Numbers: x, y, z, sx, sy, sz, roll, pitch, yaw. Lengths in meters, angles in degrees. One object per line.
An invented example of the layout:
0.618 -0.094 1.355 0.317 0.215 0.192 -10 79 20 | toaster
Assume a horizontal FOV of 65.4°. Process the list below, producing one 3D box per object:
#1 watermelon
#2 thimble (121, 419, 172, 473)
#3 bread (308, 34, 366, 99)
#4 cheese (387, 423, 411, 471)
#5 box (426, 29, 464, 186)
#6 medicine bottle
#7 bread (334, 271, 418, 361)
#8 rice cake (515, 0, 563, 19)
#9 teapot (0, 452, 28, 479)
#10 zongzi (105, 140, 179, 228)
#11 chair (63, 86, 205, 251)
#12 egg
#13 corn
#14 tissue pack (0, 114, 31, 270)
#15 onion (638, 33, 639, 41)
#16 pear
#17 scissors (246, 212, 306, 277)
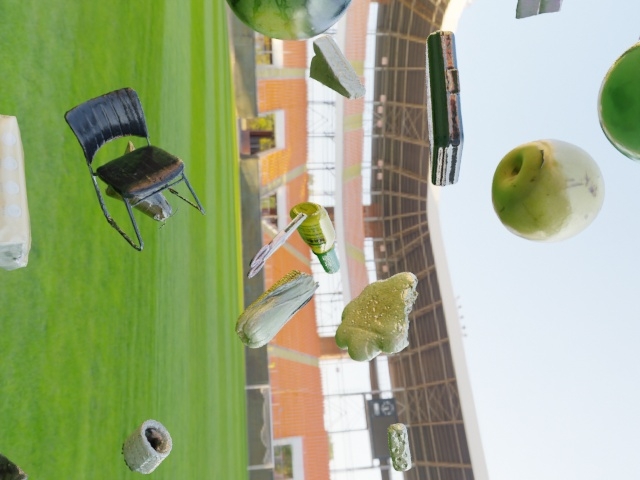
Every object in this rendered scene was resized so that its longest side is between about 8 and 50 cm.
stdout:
-0.030 -0.274 0.509 0.187 0.141 0.140 -83 173 -74 | watermelon
-0.468 0.556 1.345 0.090 0.102 0.115 -44 -142 13 | thimble
0.048 -0.432 1.248 0.152 0.077 0.105 34 -45 23 | bread
0.252 0.665 1.597 0.043 0.065 0.193 -123 -159 -61 | cheese
0.212 -0.224 0.863 0.160 0.050 0.230 65 25 -65 | box
0.000 0.000 1.477 0.076 0.111 0.308 -67 152 -28 | medicine bottle
0.112 0.154 1.039 0.038 0.182 0.250 60 28 -22 | bread
0.485 -0.614 1.064 0.298 0.106 0.050 63 38 -58 | rice cake
-0.499 0.405 0.631 0.223 0.306 0.284 -77 163 -75 | teapot
-0.473 -0.156 1.368 0.187 0.084 0.184 39 42 -41 | zongzi
-0.310 -0.123 0.841 0.145 0.140 0.221 31 -38 35 | chair
0.575 -0.217 0.783 0.220 0.270 0.220 -167 -90 -71 | egg
-0.129 0.204 1.538 0.123 0.305 0.122 53 -31 -9 | corn
-0.528 -0.071 0.814 0.186 0.090 0.222 -30 -110 55 | tissue pack
0.759 -0.411 1.018 0.194 0.160 0.159 -115 -157 -56 | onion
0.640 -0.143 1.432 0.309 0.310 0.308 178 -90 -83 | pear
-0.084 0.002 0.971 0.176 0.022 0.085 -48 168 -32 | scissors
